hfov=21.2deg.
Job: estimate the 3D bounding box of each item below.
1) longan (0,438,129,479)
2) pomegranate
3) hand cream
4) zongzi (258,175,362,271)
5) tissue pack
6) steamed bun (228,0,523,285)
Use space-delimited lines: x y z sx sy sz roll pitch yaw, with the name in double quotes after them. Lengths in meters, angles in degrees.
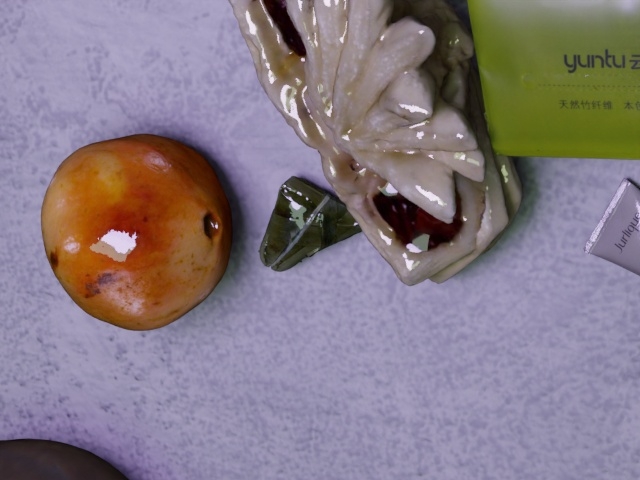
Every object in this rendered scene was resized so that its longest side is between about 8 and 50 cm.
-0.351 0.400 1.944 0.361 0.361 0.361 7 112 19 "longan"
-0.191 -0.015 1.804 0.209 0.209 0.209 7 112 19 "pomegranate"
0.356 0.022 1.679 0.186 0.054 0.087 32 113 15 "hand cream"
0.000 0.000 1.812 0.119 0.055 0.109 22 119 1 "zongzi"
0.290 -0.186 1.531 0.274 0.167 0.200 3 121 27 "tissue pack"
0.056 -0.147 1.639 0.247 0.189 0.428 -24 100 35 "steamed bun"
